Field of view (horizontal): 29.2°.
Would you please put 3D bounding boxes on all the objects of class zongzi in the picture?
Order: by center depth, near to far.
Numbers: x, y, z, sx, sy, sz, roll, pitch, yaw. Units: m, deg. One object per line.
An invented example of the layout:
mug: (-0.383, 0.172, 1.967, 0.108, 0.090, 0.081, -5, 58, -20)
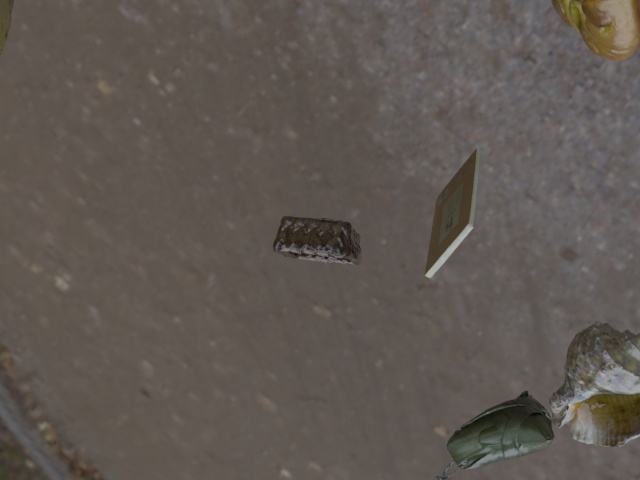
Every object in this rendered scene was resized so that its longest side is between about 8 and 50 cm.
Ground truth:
zongzi: (0.180, 0.228, 1.339, 0.062, 0.154, 0.130, 62, -172, -7)

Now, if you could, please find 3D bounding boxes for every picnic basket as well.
picnic basket: (0.000, 0.000, 1.636, 0.110, 0.055, 0.193, 6, 178, 6)

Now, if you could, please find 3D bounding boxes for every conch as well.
conch: (0.372, 0.196, 1.595, 0.155, 0.130, 0.207, 55, 128, 28)

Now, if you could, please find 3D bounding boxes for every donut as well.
donut: (0.296, -0.309, 1.321, 0.227, 0.114, 0.226, 57, -179, -2)

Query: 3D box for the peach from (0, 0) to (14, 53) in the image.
peach: (-0.315, -0.138, 0.582, 0.315, 0.314, 0.282, 3, 127, -2)

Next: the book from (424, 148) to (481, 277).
book: (0.188, -0.040, 1.741, 0.012, 0.172, 0.118, 26, 131, -11)
